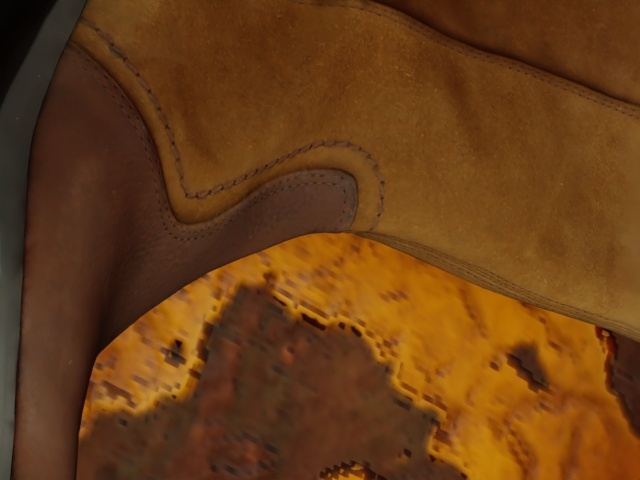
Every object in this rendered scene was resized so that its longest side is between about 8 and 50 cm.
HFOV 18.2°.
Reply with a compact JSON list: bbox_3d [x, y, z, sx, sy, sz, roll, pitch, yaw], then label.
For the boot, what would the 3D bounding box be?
[{"bbox_3d":[0.000,0.000,0.596,0.280,0.096,0.264,15,63,-36],"label":"boot"}]
